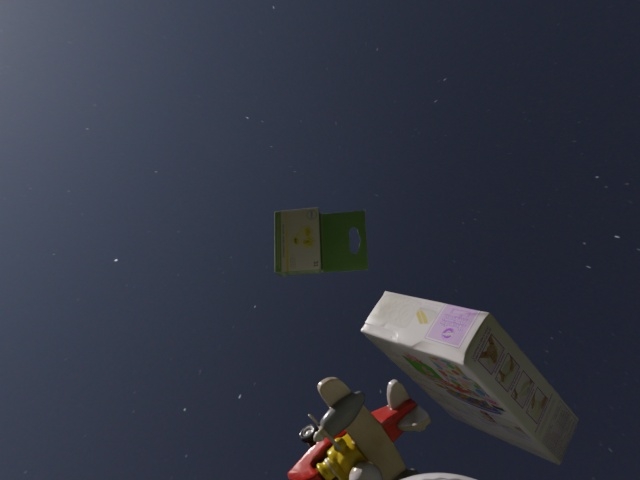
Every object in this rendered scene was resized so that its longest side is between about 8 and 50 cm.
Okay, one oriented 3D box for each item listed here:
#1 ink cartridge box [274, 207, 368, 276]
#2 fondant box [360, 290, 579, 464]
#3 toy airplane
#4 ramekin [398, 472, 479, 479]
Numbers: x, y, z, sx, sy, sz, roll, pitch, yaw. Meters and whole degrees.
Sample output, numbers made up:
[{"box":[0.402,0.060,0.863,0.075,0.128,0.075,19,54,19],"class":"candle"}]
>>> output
[{"box":[0.000,0.000,1.300,0.235,0.056,0.171,-5,-109,11],"class":"ink cartridge box"},{"box":[0.259,0.234,0.874,0.330,0.238,0.096,44,-110,-27],"class":"fondant box"},{"box":[0.134,0.570,1.361,0.386,0.272,0.384,14,-72,-8],"class":"toy airplane"},{"box":[0.139,0.381,0.502,0.277,0.135,0.277,-3,-118,6],"class":"ramekin"}]
